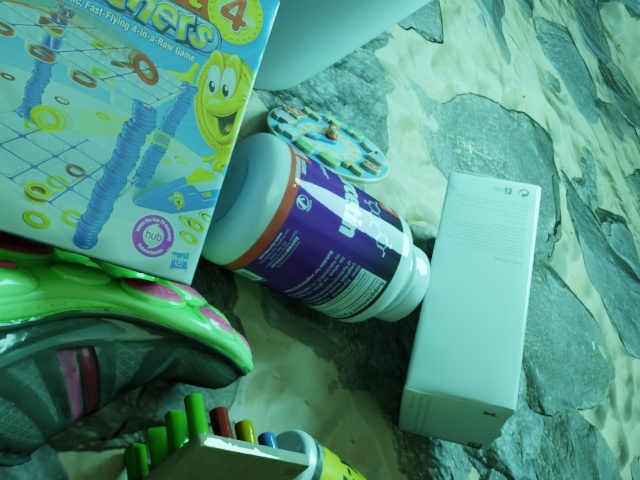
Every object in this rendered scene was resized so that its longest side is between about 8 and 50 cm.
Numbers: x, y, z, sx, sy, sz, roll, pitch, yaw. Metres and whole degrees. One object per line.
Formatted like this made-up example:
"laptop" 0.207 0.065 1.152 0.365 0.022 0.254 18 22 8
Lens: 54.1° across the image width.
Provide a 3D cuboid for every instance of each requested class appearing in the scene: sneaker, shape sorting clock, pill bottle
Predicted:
"sneaker" -0.275 0.108 0.627 0.483 0.185 0.202 16 104 -46
"shape sorting clock" 0.014 -0.152 0.964 0.206 0.040 0.206 18 28 -10
"pill bottle" 0.013 0.347 0.809 0.208 0.119 0.119 43 52 -23
"pill bottle" 0.000 0.000 0.868 0.323 0.181 0.181 28 59 -32

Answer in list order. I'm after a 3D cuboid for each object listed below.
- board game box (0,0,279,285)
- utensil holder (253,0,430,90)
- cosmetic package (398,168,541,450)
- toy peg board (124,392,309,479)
"board game box" -0.223 -0.146 0.565 0.308 0.086 0.302 20 81 -31
"utensil holder" 0.002 -0.423 0.870 0.328 0.385 0.327 15 66 -38
"cosmetic package" 0.237 0.109 0.997 0.217 0.156 0.385 84 21 -56
"toy peg board" -0.129 0.248 0.706 0.161 0.161 0.079 28 29 -41
